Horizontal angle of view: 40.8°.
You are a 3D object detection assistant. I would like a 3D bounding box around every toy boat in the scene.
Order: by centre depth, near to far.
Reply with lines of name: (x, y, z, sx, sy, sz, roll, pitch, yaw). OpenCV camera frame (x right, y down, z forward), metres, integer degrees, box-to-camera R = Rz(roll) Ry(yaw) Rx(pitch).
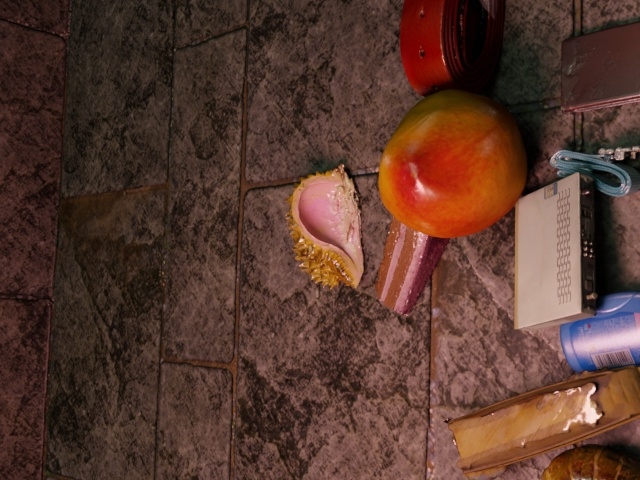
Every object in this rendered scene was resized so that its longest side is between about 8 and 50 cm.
toy boat: (0.418, 0.334, 1.577, 0.445, 0.162, 0.136, -33, 64, 41)

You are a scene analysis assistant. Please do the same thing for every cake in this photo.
cake: (0.194, 0.023, 1.882, 0.116, 0.112, 0.295, 41, 119, 41)

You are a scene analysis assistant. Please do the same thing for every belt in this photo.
belt: (0.517, -0.146, 1.610, 0.179, 0.065, 0.100, 23, 111, 43)
belt: (0.276, -0.453, 1.769, 0.115, 0.227, 0.324, 5, 78, 41)

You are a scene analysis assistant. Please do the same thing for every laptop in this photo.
laptop: (0.552, -0.327, 1.623, 0.207, 0.026, 0.154, -5, 80, 43)

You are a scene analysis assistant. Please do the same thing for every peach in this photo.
peach: (0.252, -0.134, 1.674, 0.289, 0.289, 0.308, -34, 21, 37)

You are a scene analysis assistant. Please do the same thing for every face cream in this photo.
face cream: (0.557, 0.161, 1.514, 0.264, 0.083, 0.149, -18, 85, 42)

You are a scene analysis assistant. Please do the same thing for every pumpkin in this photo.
pumpkin: (0.489, 0.458, 1.508, 0.218, 0.162, 0.219, 8, 108, 26)

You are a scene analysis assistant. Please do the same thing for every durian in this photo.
durian: (-0.007, -0.008, 2.088, 0.195, 0.185, 0.305, -35, 68, 63)

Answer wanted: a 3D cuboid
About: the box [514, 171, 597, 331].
box: (0.439, 0.025, 1.612, 0.211, 0.045, 0.270, -30, 51, 58)
